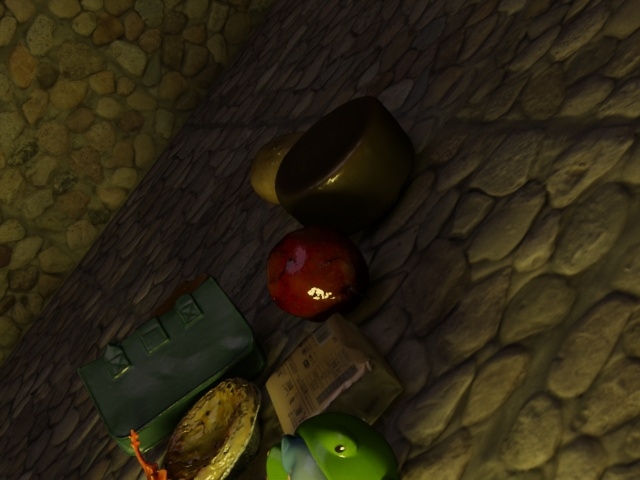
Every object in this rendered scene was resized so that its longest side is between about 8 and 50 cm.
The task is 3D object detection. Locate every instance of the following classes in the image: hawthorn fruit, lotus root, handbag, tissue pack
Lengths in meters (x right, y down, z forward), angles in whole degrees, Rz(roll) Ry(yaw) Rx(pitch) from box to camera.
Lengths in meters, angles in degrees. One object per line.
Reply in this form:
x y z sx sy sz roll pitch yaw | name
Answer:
0.013 0.060 1.645 0.235 0.181 0.181 13 66 52 | hawthorn fruit
-0.073 -0.163 2.165 0.169 0.151 0.342 -57 25 -15 | lotus root
-0.280 0.236 1.811 0.326 0.089 0.238 -35 47 -7 | handbag
0.015 0.227 1.471 0.186 0.090 0.222 -47 23 2 | tissue pack

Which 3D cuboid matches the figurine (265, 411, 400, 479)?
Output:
0.006 0.312 1.273 0.143 0.162 0.263 -38 1 -30 | figurine

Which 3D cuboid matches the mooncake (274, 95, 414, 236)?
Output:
0.051 -0.136 1.869 0.284 0.155 0.284 -37 27 23 | mooncake

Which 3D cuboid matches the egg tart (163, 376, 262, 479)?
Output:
-0.173 0.348 1.642 0.234 0.094 0.234 -38 25 22 | egg tart

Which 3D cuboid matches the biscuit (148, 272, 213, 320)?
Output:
-0.341 0.180 2.299 0.212 0.041 0.239 -35 26 21 | biscuit

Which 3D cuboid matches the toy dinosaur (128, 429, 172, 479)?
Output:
-0.269 0.436 1.570 0.117 0.070 0.288 124 136 -58 | toy dinosaur
